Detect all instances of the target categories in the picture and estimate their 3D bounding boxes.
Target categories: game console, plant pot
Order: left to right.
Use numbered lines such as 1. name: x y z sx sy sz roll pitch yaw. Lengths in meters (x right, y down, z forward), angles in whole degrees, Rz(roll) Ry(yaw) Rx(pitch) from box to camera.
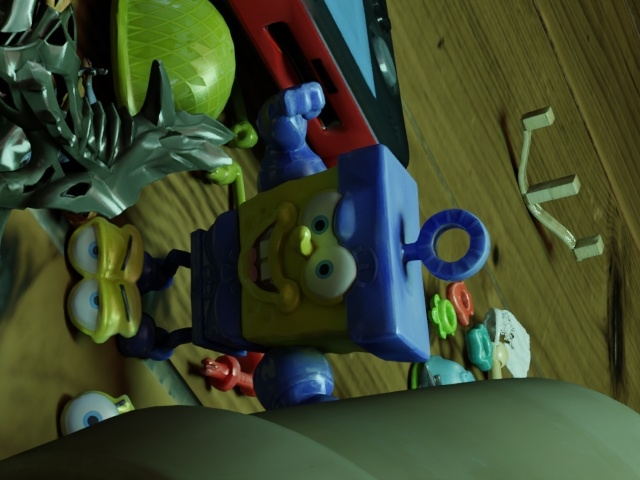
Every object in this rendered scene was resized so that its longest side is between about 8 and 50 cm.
1. game console: -0.028 -0.261 0.910 0.386 0.060 0.342 59 23 -43
2. plant pot: 0.035 0.189 0.542 0.280 0.323 0.323 -23 100 -48

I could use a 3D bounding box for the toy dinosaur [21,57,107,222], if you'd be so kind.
1. toy dinosaur: -0.131 -0.054 0.712 0.090 0.047 0.082 -51 143 -70

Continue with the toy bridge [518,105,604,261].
1. toy bridge: 0.260 -0.057 1.459 0.188 0.063 0.026 65 29 -20

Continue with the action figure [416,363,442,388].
1. action figure: 0.075 0.187 0.872 0.141 0.275 0.164 -1 106 -27

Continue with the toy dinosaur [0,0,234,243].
1. toy dinosaur: -0.158 -0.120 0.559 0.164 0.322 0.218 38 -30 58

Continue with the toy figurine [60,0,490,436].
1. toy figurine: 0.000 0.000 0.745 0.191 0.217 0.363 32 51 -55

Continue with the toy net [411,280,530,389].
1. toy net: 0.135 0.094 1.170 0.232 0.045 0.122 -13 89 -65
